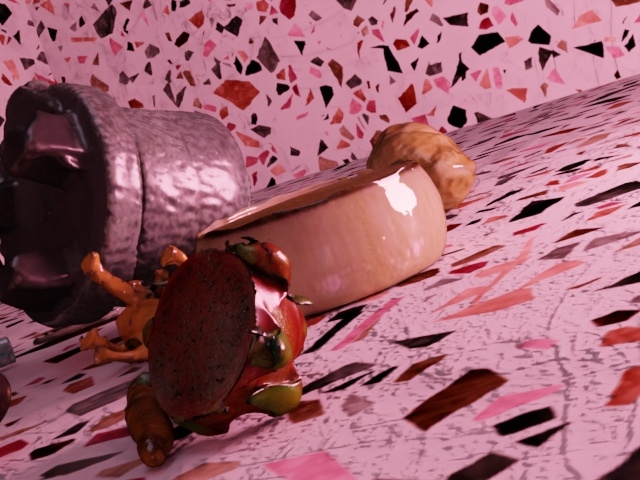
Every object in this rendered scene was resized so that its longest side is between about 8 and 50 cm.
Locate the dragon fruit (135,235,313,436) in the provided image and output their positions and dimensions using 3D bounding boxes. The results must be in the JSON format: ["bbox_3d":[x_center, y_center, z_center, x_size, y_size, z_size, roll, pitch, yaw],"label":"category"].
[{"bbox_3d":[-0.057,0.058,0.686,0.138,0.142,0.175,-52,-23,10],"label":"dragon fruit"}]

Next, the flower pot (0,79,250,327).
[{"bbox_3d":[-0.266,-0.051,1.190,0.282,0.299,0.299,-2,-6,-40],"label":"flower pot"}]

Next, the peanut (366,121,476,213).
[{"bbox_3d":[0.131,-0.094,1.362,0.137,0.122,0.253,-11,9,1],"label":"peanut"}]

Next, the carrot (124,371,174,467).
[{"bbox_3d":[-0.117,0.121,0.703,0.035,0.036,0.165,-20,9,-6],"label":"carrot"}]

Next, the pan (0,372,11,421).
[{"bbox_3d":[-0.324,0.173,0.776,0.212,0.040,0.115,-37,-13,-15],"label":"pan"}]

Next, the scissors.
[{"bbox_3d":[-0.248,0.086,1.389,0.300,0.022,0.109,-19,3,0],"label":"scissors"}]

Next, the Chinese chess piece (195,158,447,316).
[{"bbox_3d":[0.000,0.000,1.041,0.257,0.104,0.257,-18,7,2],"label":"Chinese chess piece"}]

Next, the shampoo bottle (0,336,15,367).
[{"bbox_3d":[-0.466,0.168,1.245,0.190,0.041,0.069,-22,5,-24],"label":"shampoo bottle"}]

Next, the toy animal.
[{"bbox_3d":[-0.140,0.073,0.972,0.116,0.114,0.255,18,-12,-36],"label":"toy animal"}]
